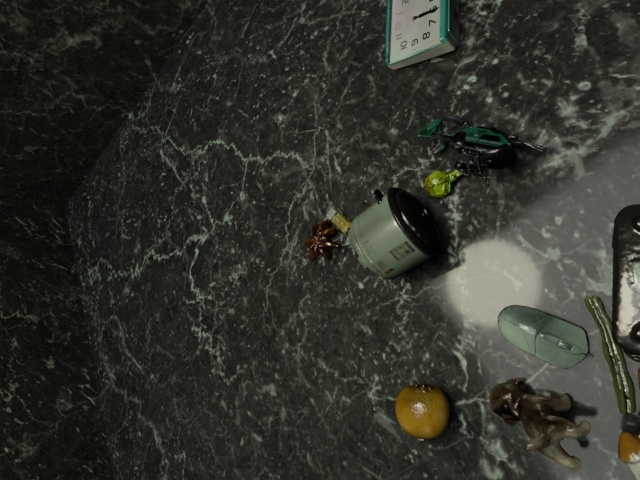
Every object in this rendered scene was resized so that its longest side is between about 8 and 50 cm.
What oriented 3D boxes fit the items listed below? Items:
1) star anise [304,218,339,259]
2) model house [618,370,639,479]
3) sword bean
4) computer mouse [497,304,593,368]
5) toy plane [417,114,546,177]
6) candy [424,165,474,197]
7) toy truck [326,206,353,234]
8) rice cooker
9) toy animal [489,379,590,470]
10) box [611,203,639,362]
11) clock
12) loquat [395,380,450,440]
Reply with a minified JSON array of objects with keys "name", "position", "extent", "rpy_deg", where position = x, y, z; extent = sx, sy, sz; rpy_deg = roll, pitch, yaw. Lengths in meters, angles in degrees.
[{"name":"star anise","position":[0.000,0.001,1.521],"extent":[0.168,0.057,0.168],"rpy_deg":[-8,77,34]},{"name":"model house","position":[0.724,0.401,0.815],"extent":[0.271,0.190,0.301],"rpy_deg":[-38,60,27]},{"name":"sword bean","position":[0.676,0.258,0.976],"extent":[0.043,0.038,0.269],"rpy_deg":[-16,71,24]},{"name":"computer mouse","position":[0.554,0.238,1.051],"extent":[0.229,0.068,0.113],"rpy_deg":[23,97,38]},{"name":"toy plane","position":[0.425,-0.281,1.205],"extent":[0.155,0.106,0.381],"rpy_deg":[-41,40,-17]},{"name":"candy","position":[0.430,-0.213,1.244],"extent":[0.262,0.077,0.073],"rpy_deg":[-29,49,20]},{"name":"toy truck","position":[0.072,-0.069,1.477],"extent":[0.123,0.063,0.052],"rpy_deg":[46,109,33]},{"name":"rice cooker","position":[0.231,-0.024,1.243],"extent":[0.227,0.241,0.280],"rpy_deg":[-38,97,30]},{"name":"toy animal","position":[0.511,0.425,0.989],"extent":[0.168,0.233,0.121],"rpy_deg":[10,99,-2]},{"name":"box","position":[0.817,0.091,0.870],"extent":[0.350,0.091,0.359],"rpy_deg":[-1,78,36]},{"name":"clock","position":[0.338,-0.717,1.389],"extent":[0.231,0.116,0.262],"rpy_deg":[-5,77,41]},{"name":"loquat","position":[0.283,0.469,1.164],"extent":[0.163,0.137,0.163],"rpy_deg":[-1,88,52]}]
